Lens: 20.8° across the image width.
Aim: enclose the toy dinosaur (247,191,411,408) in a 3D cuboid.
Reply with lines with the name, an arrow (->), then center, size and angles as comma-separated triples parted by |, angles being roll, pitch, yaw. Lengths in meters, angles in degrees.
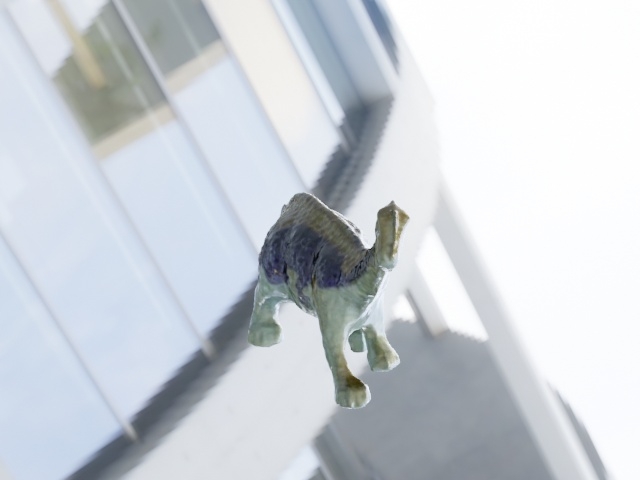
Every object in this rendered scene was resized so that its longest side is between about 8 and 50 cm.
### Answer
toy dinosaur -> 0.001, 0.015, 0.508 | 0.037, 0.058, 0.180 | 1, -178, -20
